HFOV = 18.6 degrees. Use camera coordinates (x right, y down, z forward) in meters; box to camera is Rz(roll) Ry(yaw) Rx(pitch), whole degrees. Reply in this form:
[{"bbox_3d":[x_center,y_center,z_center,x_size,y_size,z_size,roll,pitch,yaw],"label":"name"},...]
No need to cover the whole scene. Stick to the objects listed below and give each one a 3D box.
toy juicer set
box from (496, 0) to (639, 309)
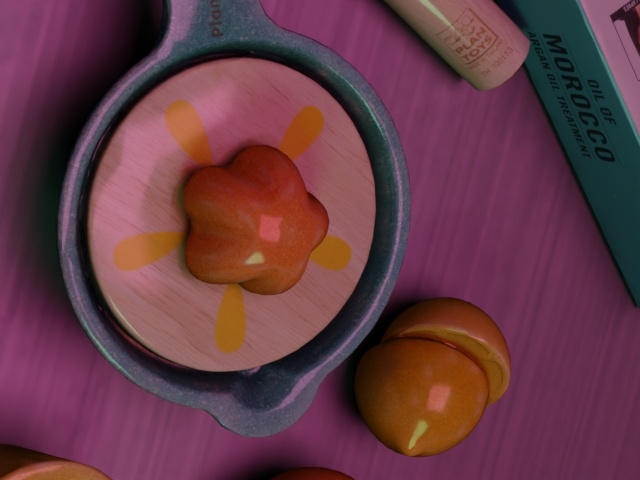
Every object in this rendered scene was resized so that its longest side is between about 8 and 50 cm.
[{"bbox_3d":[0.000,0.000,0.702,0.209,0.089,0.329,18,90,-29],"label":"toy juicer set"},{"bbox_3d":[0.133,-0.091,0.772,0.100,0.060,0.244,-35,113,-18],"label":"box"}]
